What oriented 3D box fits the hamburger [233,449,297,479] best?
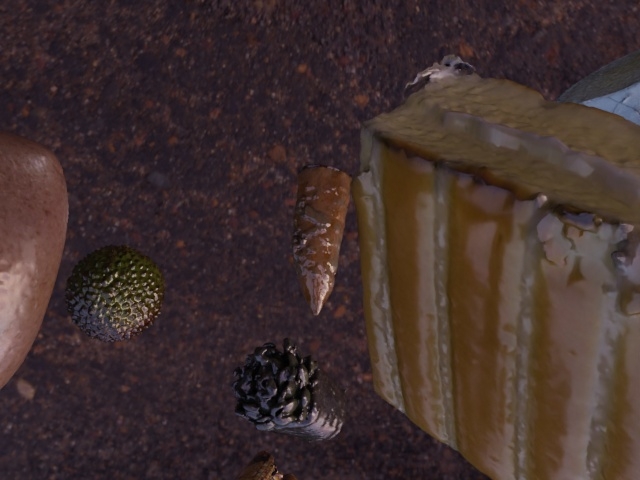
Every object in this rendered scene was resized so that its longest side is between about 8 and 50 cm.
[{"bbox_3d":[-0.133,0.467,1.233,0.107,0.231,0.231,44,117,4],"label":"hamburger"}]

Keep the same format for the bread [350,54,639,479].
[{"bbox_3d":[0.136,0.040,0.434,0.111,0.239,0.246,-32,130,-29],"label":"bread"}]

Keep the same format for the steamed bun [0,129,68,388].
[{"bbox_3d":[-0.347,0.046,0.578,0.251,0.199,0.301,25,112,-38],"label":"steamed bun"}]

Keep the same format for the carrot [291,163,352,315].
[{"bbox_3d":[0.000,0.000,1.214,0.101,0.263,0.102,3,157,1],"label":"carrot"}]

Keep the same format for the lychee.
[{"bbox_3d":[-0.327,0.084,1.149,0.171,0.171,0.171,1,123,1],"label":"lychee"}]

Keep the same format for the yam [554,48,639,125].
[{"bbox_3d":[0.505,-0.125,1.067,0.241,0.241,0.348,-25,113,17],"label":"yam"}]

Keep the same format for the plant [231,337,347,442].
[{"bbox_3d":[-0.032,0.161,0.775,0.092,0.094,0.143,-8,150,33],"label":"plant"}]
